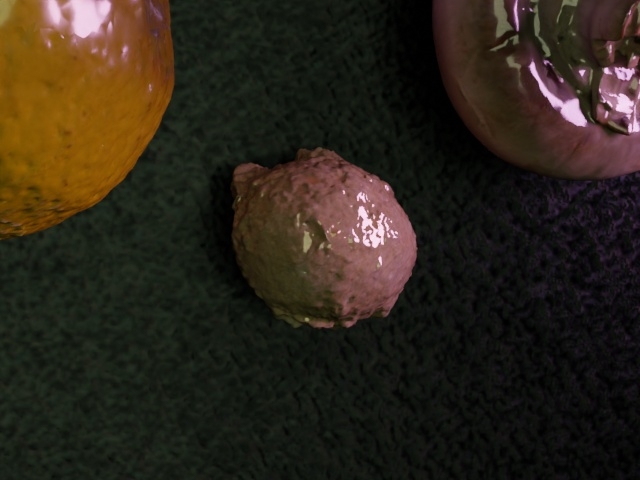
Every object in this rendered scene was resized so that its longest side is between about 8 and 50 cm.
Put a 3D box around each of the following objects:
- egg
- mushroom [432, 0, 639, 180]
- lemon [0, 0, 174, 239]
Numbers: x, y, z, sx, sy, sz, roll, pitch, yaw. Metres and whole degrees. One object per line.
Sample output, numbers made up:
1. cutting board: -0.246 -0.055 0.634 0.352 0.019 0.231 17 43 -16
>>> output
1. egg: 0.000 0.000 1.124 0.140 0.118 0.116 24 129 -23
2. mushroom: 0.186 -0.152 1.128 0.226 0.178 0.227 -2 101 -13
3. lemon: -0.214 -0.120 0.968 0.253 0.310 0.254 -1 83 9
